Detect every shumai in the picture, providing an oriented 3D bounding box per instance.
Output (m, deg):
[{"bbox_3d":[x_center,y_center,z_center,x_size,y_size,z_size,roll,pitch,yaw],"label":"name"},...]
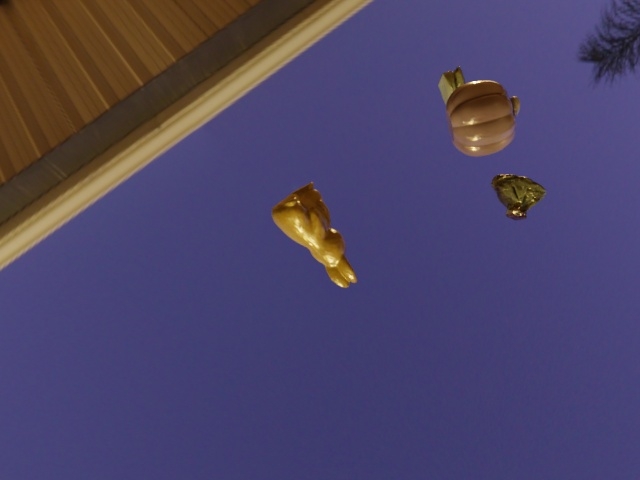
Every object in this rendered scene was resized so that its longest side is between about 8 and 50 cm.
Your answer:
[{"bbox_3d":[0.448,-0.094,1.369,0.123,0.099,0.087,18,-99,28],"label":"shumai"}]

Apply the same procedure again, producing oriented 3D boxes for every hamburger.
[{"bbox_3d":[0.357,-0.405,1.608,0.054,0.121,0.084,-20,-95,-6],"label":"hamburger"}]

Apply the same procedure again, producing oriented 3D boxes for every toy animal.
[{"bbox_3d":[-0.001,0.000,0.868,0.159,0.083,0.070,50,-130,-10],"label":"toy animal"}]

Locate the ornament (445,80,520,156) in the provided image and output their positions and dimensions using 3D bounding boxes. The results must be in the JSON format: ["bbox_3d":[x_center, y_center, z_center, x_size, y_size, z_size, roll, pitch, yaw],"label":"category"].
[{"bbox_3d":[0.379,-0.285,1.381,0.177,0.177,0.178,-7,-118,13],"label":"ornament"}]
